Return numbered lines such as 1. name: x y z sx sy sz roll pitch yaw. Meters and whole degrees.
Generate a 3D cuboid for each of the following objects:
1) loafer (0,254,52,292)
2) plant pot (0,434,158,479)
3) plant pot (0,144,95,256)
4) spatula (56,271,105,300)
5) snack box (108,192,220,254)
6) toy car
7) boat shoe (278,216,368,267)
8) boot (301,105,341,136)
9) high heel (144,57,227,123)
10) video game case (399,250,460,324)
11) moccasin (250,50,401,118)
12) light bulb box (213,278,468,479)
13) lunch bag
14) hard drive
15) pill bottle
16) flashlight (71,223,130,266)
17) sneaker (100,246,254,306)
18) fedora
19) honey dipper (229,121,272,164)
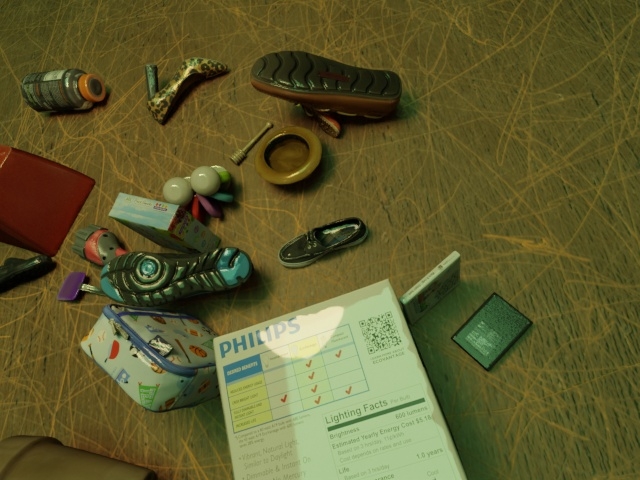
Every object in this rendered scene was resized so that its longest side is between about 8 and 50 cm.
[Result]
1. loafer: -0.865 0.081 1.164 0.224 0.076 0.078 -21 72 9
2. plant pot: -0.472 0.539 0.773 0.281 0.323 0.322 0 67 -4
3. plant pot: -0.882 -0.139 1.174 0.268 0.235 0.267 13 71 18
4. spatula: -0.585 0.134 1.097 0.297 0.030 0.084 5 67 17
5. snack box: -0.375 -0.031 1.014 0.175 0.207 0.070 13 72 18
6. toy car: -0.311 -0.116 1.085 0.182 0.159 0.136 -21 99 4
7. boat shoe: 0.000 0.000 0.979 0.229 0.076 0.080 -16 65 7
8. boot: 0.021 -0.353 1.135 0.085 0.059 0.158 -34 63 -7
9. high heel: -0.415 -0.468 1.299 0.262 0.093 0.186 -7 88 -2
10. video game case: 0.226 0.101 0.834 0.143 0.157 0.019 -40 59 -4
11. moccasin: 0.012 -0.389 1.060 0.381 0.147 0.139 2 71 -9
12. light bulb box: 0.034 0.315 0.756 0.358 0.225 0.360 -20 64 6
13. lunch bag: -0.311 0.222 0.839 0.243 0.303 0.114 33 88 23
14. hard drive: 0.350 0.185 0.843 0.135 0.022 0.094 -44 64 -6
15. pill bottle: -0.851 -0.501 1.377 0.246 0.130 0.130 1 68 14
16. flashlight: -0.500 0.044 1.081 0.304 0.103 0.103 16 116 16
17. sneaker: -0.324 0.089 0.958 0.341 0.139 0.124 -3 81 -3
18. fedora: -0.078 -0.211 1.087 0.195 0.079 0.194 -8 62 16
19. honey dipper: -0.194 -0.281 1.176 0.030 0.030 0.160 37 76 24
